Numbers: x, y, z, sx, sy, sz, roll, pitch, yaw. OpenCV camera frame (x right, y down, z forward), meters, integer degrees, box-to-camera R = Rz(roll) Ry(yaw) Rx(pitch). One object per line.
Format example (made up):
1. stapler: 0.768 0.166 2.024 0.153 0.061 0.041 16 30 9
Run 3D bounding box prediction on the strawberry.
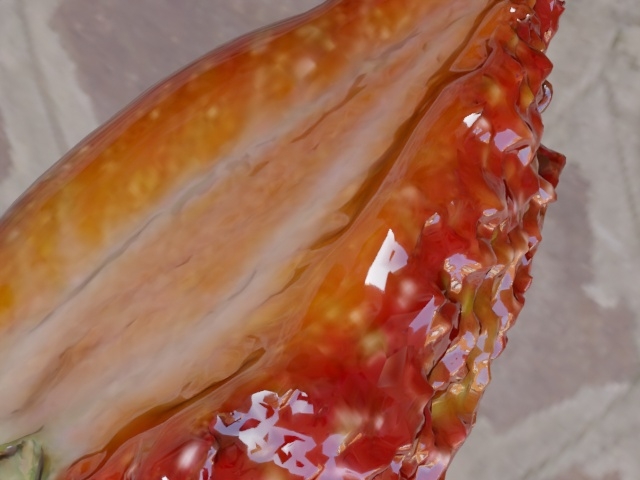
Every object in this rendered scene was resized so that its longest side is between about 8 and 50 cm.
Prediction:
1. strawberry: -0.018 0.019 0.530 0.098 0.174 0.228 53 58 -34
